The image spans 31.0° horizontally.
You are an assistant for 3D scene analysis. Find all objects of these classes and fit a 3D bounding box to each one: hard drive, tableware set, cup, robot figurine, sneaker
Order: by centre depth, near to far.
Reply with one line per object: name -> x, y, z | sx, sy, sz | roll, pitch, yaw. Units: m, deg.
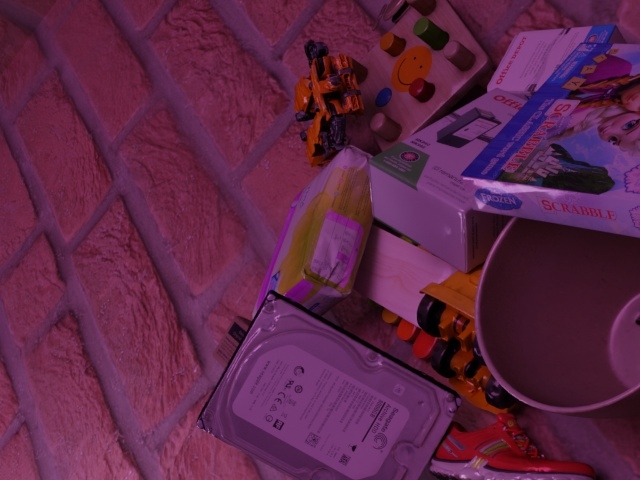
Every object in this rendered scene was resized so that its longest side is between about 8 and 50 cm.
cup -> 0.408, 0.101, 1.550 | 0.331, 0.237, 0.331 | -23, 54, 35
sneaker -> 0.275, 0.309, 1.675 | 0.279, 0.107, 0.118 | -1, 63, 45
hard drive -> 0.013, 0.257, 1.754 | 0.237, 0.339, 0.064 | -60, 4, 3
robot figurine -> 0.012, -0.247, 2.119 | 0.291, 0.085, 0.211 | 128, 129, -73
tableware set -> 0.176, -0.487, 2.232 | 0.128, 0.039, 0.194 | -37, 23, 50

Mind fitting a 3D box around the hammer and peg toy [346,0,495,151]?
hammer and peg toy -> 0.182, -0.266, 2.065 | 0.266, 0.127, 0.361 | -43, 44, 20

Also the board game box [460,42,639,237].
board game box -> 0.397, -0.140, 1.495 | 0.318, 0.066, 0.319 | 12, 49, 45

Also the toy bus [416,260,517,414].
toy bus -> 0.272, 0.121, 1.744 | 0.211, 0.220, 0.149 | -39, 41, -25

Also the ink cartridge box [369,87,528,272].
ink cartridge box -> 0.250, -0.102, 1.779 | 0.289, 0.121, 0.211 | -31, 43, -28

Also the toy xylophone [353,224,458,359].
toy xylophone -> 0.158, 0.041, 1.953 | 0.236, 0.081, 0.322 | -56, 41, 7

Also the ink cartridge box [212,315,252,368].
ink cartridge box -> -0.035, 0.233, 1.927 | 0.193, 0.234, 0.088 | 35, 96, 48

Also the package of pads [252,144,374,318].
package of pads -> 0.000, 0.000, 2.025 | 0.229, 0.101, 0.296 | -42, 25, 53

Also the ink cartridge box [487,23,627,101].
ink cartridge box -> 0.388, -0.271, 1.875 | 0.190, 0.082, 0.140 | 5, 58, 48
